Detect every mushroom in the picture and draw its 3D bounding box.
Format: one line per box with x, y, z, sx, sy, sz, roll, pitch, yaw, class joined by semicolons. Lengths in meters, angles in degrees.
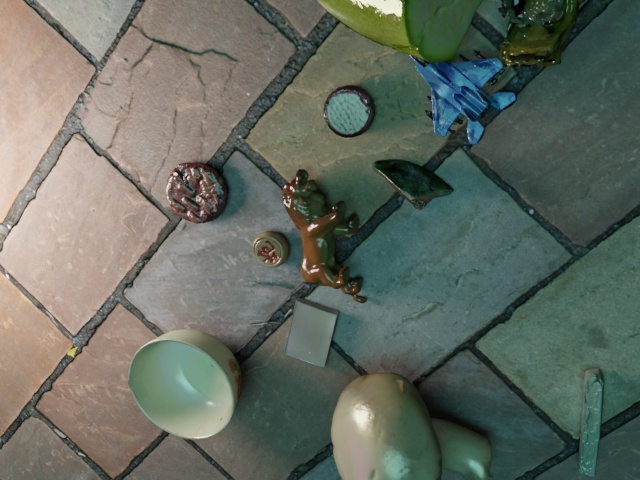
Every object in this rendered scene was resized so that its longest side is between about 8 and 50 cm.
0.162;0.464;1.381;0.315;0.315;0.356;-39;95;27;mushroom

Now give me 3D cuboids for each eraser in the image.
-0.020;0.213;1.490;0.104;0.023;0.150;18;115;12;eraser

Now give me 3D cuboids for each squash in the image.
0.107;-0.475;1.133;0.309;0.210;0.233;36;108;41;squash

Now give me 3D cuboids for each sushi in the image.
0.366;-0.426;1.040;0.139;0.131;0.290;17;108;42;sushi

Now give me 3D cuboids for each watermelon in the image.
0.166;-0.112;1.276;0.155;0.101;0.080;45;129;8;watermelon

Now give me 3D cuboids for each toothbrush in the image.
0.338;-0.319;1.161;0.294;0.026;0.028;-44;77;28;toothbrush

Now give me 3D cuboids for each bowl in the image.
-0.307;0.327;1.565;0.277;0.145;0.276;7;113;18;bowl

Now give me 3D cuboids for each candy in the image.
0.056;-0.253;1.272;0.103;0.043;0.103;7;112;17;candy

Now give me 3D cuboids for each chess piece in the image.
-0.110;0.020;1.438;0.084;0.038;0.083;7;114;16;chess piece

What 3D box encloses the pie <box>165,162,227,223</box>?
-0.278;-0.107;1.447;0.155;0.036;0.154;6;111;15;pie

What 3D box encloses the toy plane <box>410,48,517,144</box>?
0.226;-0.294;1.173;0.246;0.078;0.169;47;116;19;toy plane

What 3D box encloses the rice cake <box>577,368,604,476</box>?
0.562;0.378;1.344;0.042;0.045;0.245;3;111;21;rice cake

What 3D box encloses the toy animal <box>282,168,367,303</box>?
0.000;0.000;1.373;0.158;0.097;0.312;7;115;29;toy animal
